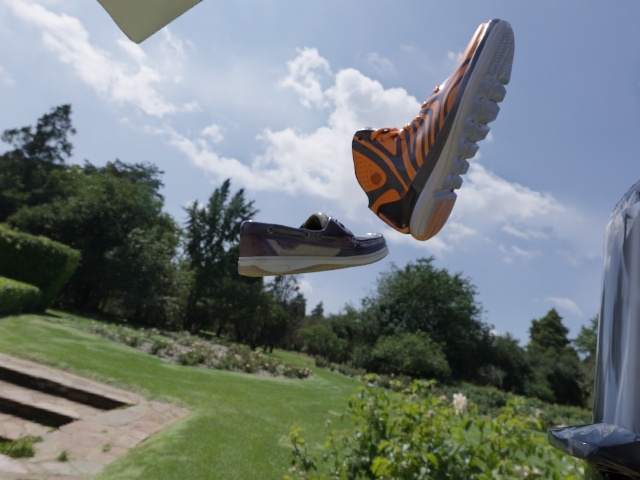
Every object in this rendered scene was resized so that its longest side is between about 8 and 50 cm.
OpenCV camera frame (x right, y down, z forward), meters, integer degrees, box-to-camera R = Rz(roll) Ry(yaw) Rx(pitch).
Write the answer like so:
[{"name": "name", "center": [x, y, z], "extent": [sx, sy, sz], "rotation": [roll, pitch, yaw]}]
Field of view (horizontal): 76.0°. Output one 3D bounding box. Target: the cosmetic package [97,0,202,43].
[{"name": "cosmetic package", "center": [-0.103, -0.289, 0.223], "extent": [0.223, 0.138, 0.225], "rotation": [-27, -28, 9]}]

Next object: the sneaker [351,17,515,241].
[{"name": "sneaker", "center": [0.146, -0.173, 0.618], "extent": [0.180, 0.321, 0.124], "rotation": [33, 21, 32]}]

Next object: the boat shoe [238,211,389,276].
[{"name": "boat shoe", "center": [0.000, 0.000, 0.664], "extent": [0.285, 0.093, 0.102], "rotation": [-6, 5, -34]}]

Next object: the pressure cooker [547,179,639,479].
[{"name": "pressure cooker", "center": [0.432, 0.154, 0.336], "extent": [0.375, 0.421, 0.369], "rotation": [23, -18, -30]}]
